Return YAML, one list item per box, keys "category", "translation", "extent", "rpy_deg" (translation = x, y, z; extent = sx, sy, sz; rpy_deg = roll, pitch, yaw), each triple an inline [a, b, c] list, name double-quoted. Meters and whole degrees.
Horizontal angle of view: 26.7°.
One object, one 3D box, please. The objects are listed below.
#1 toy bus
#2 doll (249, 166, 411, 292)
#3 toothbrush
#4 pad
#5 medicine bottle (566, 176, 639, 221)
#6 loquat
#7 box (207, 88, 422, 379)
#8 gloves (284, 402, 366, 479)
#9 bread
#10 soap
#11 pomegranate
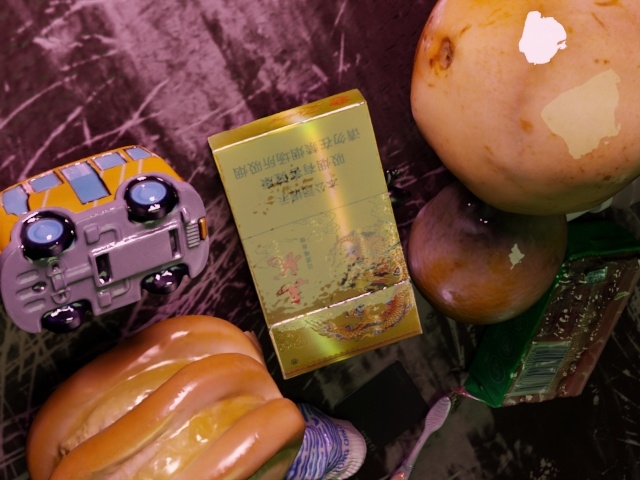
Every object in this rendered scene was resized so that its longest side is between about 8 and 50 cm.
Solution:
- category: "toy bus"
  translation: [-0.227, -0.009, 1.321]
  extent: [0.209, 0.136, 0.126]
  rpy_deg: [-21, 136, -19]
- category: "doll"
  translation: [0.010, -0.010, 1.549]
  extent: [0.219, 0.067, 0.091]
  rpy_deg: [-42, 129, 12]
- category: "toothbrush"
  translation: [0.107, 0.368, 1.987]
  extent: [0.037, 0.028, 0.375]
  rpy_deg: [-28, 149, -60]
- category: "pad"
  translation: [0.088, 0.235, 1.873]
  extent: [0.112, 0.003, 0.157]
  rpy_deg: [-36, 139, -3]
- category: "medicine bottle"
  translation: [0.370, -0.116, 1.659]
  extent: [0.247, 0.147, 0.147]
  rpy_deg: [-27, 138, -12]
- category: "loquat"
  translation: [0.200, 0.005, 1.607]
  extent: [0.179, 0.179, 0.227]
  rpy_deg: [-10, 158, -29]
- category: "box"
  translation: [0.000, 0.000, 1.487]
  extent: [0.173, 0.043, 0.311]
  rpy_deg: [-18, 122, -5]
- category: "gloves"
  translation: [-0.032, 0.263, 1.755]
  extent: [0.229, 0.097, 0.119]
  rpy_deg: [12, 87, -36]
- category: "bread"
  translation: [-0.181, 0.232, 1.490]
  extent: [0.316, 0.270, 0.211]
  rpy_deg: [-37, 125, 6]
- category: "soap"
  translation: [0.320, 0.108, 1.857]
  extent: [0.218, 0.098, 0.273]
  rpy_deg: [-5, 129, -33]
- category: "pomegranate"
  translation: [0.257, -0.170, 1.416]
  extent: [0.319, 0.319, 0.319]
  rpy_deg: [-20, 136, -21]
